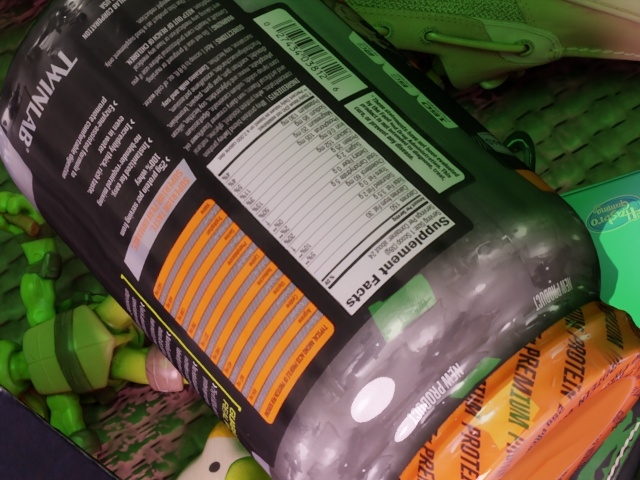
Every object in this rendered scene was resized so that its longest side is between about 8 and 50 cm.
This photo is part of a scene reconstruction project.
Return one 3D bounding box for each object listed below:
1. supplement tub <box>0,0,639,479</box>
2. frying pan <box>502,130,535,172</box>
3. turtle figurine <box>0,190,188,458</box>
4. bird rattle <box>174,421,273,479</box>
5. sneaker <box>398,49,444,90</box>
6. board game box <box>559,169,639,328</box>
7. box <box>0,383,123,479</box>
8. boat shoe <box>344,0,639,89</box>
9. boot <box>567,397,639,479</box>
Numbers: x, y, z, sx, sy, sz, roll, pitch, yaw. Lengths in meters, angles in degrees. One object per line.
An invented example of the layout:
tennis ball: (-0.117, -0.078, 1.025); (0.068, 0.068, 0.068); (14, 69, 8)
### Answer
supplement tub: (0.000, 0.000, 0.744); (0.207, 0.207, 0.338); (-42, 68, -6)
frying pan: (0.077, 0.103, 0.899); (0.197, 0.053, 0.326); (-14, 68, 6)
turtle figurine: (-0.146, 0.083, 0.928); (0.217, 0.087, 0.269); (-15, 79, 24)
bird rattle: (-0.036, 0.226, 0.839); (0.207, 0.143, 0.253); (45, 122, 46)
sneaker: (0.040, -0.116, 0.990); (0.084, 0.069, 0.185); (1, 52, -23)
board game box: (0.316, 0.094, 0.843); (0.254, 0.079, 0.336); (-18, 67, 4)
box: (-0.351, 0.186, 0.801); (0.395, 0.212, 0.293); (16, 68, 28)
boat shoe: (0.105, -0.165, 0.941); (0.341, 0.110, 0.121); (11, 34, -12)
boot: (0.178, 0.207, 0.766); (0.179, 0.085, 0.236); (31, 90, 27)
